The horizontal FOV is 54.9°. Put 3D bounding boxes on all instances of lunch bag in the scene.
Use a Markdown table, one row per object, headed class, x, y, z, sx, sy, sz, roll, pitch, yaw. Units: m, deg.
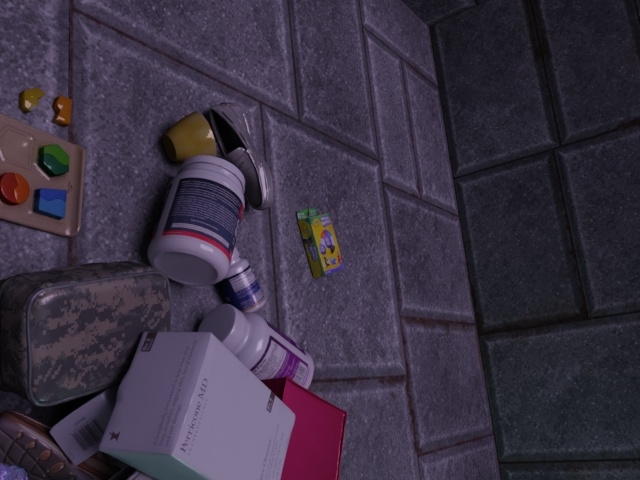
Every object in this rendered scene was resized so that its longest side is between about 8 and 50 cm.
| class | x | y | z | sx | sy | sz | roll | pitch | yaw |
| --- | --- | --- | --- | --- | --- | --- | --- | --- | --- |
| lunch bag | -0.451 | 0.141 | 1.099 | 0.305 | 0.256 | 0.213 | -10 | 107 | -55 |

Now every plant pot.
| class | x | y | z | sx | sy | sz | roll | pitch | yaw |
| --- | --- | --- | --- | --- | --- | --- | --- | --- | --- |
| plant pot | -0.338 | -0.247 | 1.556 | 0.095 | 0.134 | 0.134 | -25 | 99 | -31 |

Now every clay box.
| class | x | y | z | sx | sy | sz | roll | pitch | yaw |
| --- | --- | --- | --- | --- | --- | --- | --- | --- | --- |
| clay box | 0.000 | 0.000 | 2.008 | 0.127 | 0.053 | 0.222 | -17 | 93 | -57 |

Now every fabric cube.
| class | x | y | z | sx | sy | sz | roll | pitch | yaw |
| --- | --- | --- | --- | --- | --- | --- | --- | --- | --- |
| fabric cube | -0.122 | 0.488 | 1.442 | 0.254 | 0.258 | 0.259 | 42 | 45 | -38 |

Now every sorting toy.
| class | x | y | z | sx | sy | sz | roll | pitch | yaw |
| --- | --- | --- | --- | --- | --- | --- | --- | --- | --- |
| sorting toy | -0.575 | -0.177 | 1.236 | 0.229 | 0.041 | 0.307 | 20 | 61 | -51 |

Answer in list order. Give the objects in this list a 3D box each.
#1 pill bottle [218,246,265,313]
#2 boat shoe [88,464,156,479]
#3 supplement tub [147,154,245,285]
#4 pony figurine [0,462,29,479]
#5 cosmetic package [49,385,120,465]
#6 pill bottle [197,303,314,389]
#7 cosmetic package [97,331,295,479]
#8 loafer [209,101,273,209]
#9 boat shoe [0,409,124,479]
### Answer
| class | x | y | z | sx | sy | sz | roll | pitch | yaw |
| --- | --- | --- | --- | --- | --- | --- | --- | --- | --- |
| pill bottle | -0.217 | 0.105 | 1.606 | 0.094 | 0.094 | 0.169 | -40 | 111 | -54 |
| boat shoe | -0.373 | 0.441 | 1.017 | 0.267 | 0.096 | 0.088 | -14 | 86 | -57 |
| supplement tub | -0.288 | -0.047 | 1.473 | 0.191 | 0.191 | 0.272 | 41 | 46 | -40 |
| pony figurine | -0.564 | 0.461 | 0.834 | 0.350 | 0.303 | 0.364 | 26 | 53 | -10 |
| cosmetic package | -0.390 | 0.310 | 1.147 | 0.086 | 0.117 | 0.231 | 56 | 1 | -5 |
| pill bottle | -0.164 | 0.285 | 1.545 | 0.301 | 0.169 | 0.169 | 45 | 43 | -38 |
| cosmetic package | -0.202 | 0.344 | 1.128 | 0.385 | 0.156 | 0.217 | 59 | 35 | -50 |
| loafer | -0.227 | -0.231 | 1.724 | 0.111 | 0.112 | 0.320 | -20 | 86 | -52 |
| boat shoe | -0.466 | 0.405 | 1.113 | 0.324 | 0.123 | 0.116 | 56 | 7 | -30 |
